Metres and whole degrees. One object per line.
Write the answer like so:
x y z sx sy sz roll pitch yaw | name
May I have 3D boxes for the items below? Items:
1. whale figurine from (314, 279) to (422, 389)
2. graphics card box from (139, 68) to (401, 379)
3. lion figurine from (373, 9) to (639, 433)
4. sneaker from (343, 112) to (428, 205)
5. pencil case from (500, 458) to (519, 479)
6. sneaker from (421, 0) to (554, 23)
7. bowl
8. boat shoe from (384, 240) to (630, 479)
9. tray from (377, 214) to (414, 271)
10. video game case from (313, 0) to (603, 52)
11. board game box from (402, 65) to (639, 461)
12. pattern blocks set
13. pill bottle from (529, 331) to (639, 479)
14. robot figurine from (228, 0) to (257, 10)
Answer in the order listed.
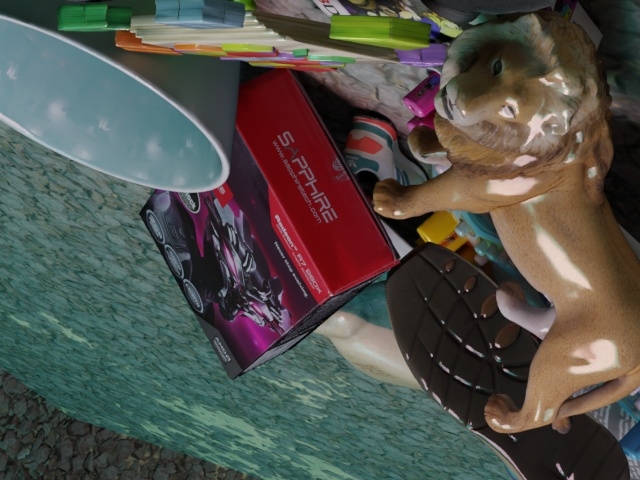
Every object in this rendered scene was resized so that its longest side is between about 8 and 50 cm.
0.091 0.092 1.915 0.272 0.141 0.216 25 168 -39 | whale figurine
-0.067 -0.007 1.718 0.233 0.094 0.371 60 156 6 | graphics card box
0.188 -0.001 1.295 0.240 0.142 0.392 -12 119 46 | lion figurine
0.060 -0.062 1.662 0.057 0.075 0.161 14 159 28 | sneaker
0.210 0.196 1.748 0.070 0.064 0.152 21 149 47 | pencil case
0.082 -0.203 1.153 0.170 0.051 0.089 23 162 -12 | sneaker
-0.195 -0.189 1.488 0.311 0.163 0.311 22 162 8 | bowl
0.180 0.145 1.626 0.324 0.122 0.120 53 -177 -4 | boat shoe
0.120 0.051 1.800 0.270 0.030 0.145 43 177 37 | tray
0.078 -0.211 1.278 0.232 0.042 0.210 9 158 39 | video game case
0.229 0.050 1.548 0.390 0.050 0.390 46 169 19 | board game box
-0.041 -0.153 1.244 0.325 0.026 0.285 2 -179 -42 | pattern blocks set
0.371 0.186 1.803 0.318 0.176 0.176 9 157 39 | pill bottle
-0.078 -0.236 1.345 0.067 0.101 0.115 -12 -173 -14 | robot figurine
